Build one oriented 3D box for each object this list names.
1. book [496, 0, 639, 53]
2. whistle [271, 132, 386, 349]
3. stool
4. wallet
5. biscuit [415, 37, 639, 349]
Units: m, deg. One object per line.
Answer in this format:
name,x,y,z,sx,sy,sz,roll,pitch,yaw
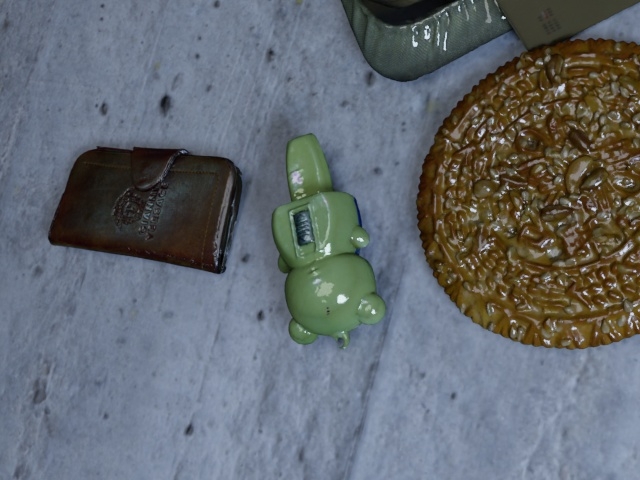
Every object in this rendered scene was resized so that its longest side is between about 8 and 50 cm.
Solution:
book,0.284,-0.288,0.841,0.310,0.217,0.021,-24,56,21
whistle,0.000,0.000,0.990,0.105,0.085,0.227,-20,69,22
stool,0.104,-0.362,0.956,0.310,0.226,0.310,-27,64,21
wallet,-0.205,-0.044,1.145,0.255,0.031,0.137,7,80,30
biscuit,0.227,-0.048,0.907,0.305,0.038,0.305,-8,72,27
